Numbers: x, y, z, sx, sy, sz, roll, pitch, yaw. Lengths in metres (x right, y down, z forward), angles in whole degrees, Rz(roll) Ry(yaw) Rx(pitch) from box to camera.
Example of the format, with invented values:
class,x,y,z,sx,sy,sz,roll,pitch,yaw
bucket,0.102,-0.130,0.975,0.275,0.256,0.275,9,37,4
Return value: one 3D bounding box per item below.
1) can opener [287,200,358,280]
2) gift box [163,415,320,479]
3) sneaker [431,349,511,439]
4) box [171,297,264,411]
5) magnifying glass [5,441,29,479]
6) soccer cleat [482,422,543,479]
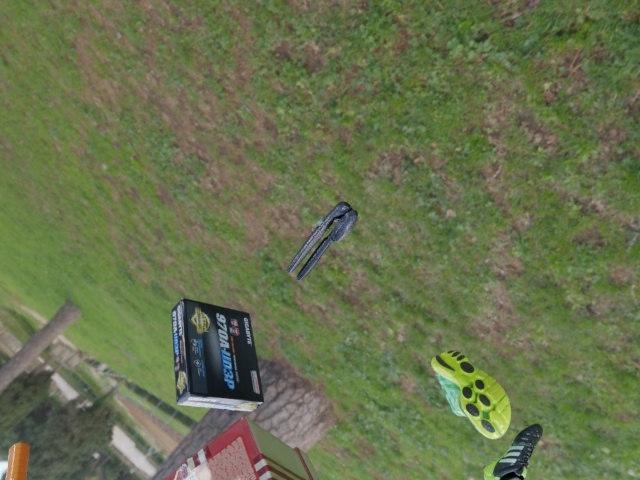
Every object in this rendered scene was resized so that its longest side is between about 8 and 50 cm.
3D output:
class,x,y,z,sx,sy,sz,roll,pitch,yaw
can opener,0.000,0.000,1.078,0.059,0.186,0.073,44,-168,-1
gift box,-0.107,0.501,0.908,0.258,0.255,0.276,51,-175,-43
sneaker,0.369,0.376,1.327,0.295,0.109,0.123,-122,10,-67
box,-0.216,0.238,1.144,0.175,0.220,0.051,20,130,-36
magnifying glass,-0.388,0.368,0.685,0.092,0.231,0.026,-40,133,23
soccer cleat,0.442,0.485,1.226,0.060,0.179,0.072,51,172,-29
